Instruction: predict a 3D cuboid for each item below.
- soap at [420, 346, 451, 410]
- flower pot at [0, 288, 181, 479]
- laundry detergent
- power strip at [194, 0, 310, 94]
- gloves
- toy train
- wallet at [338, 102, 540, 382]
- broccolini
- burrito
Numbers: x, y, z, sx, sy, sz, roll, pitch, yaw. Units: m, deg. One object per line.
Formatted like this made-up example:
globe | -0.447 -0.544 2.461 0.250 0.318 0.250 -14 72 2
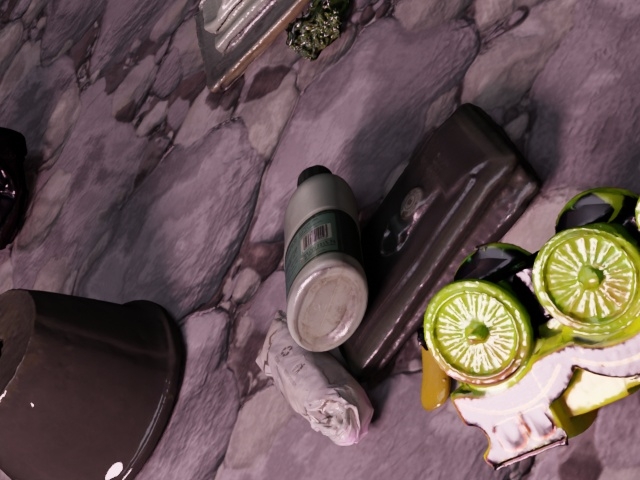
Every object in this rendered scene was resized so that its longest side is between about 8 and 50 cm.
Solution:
soap | 0.098 0.105 1.316 0.034 0.012 0.089 -30 41 37
flower pot | -0.291 0.153 1.660 0.269 0.166 0.269 -36 36 32
laundry detergent | 0.000 0.000 1.435 0.225 0.070 0.099 -97 16 -57
power strip | -0.089 -0.304 1.870 0.213 0.064 0.198 -45 32 20
gloves | -0.461 -0.053 2.113 0.164 0.124 0.203 156 117 -72
toy train | 0.209 0.045 1.096 0.296 0.160 0.100 -30 2 32
wallet | 0.086 -0.002 1.397 0.245 0.052 0.168 -52 29 13
broccolini | 0.039 -0.314 1.720 0.071 0.057 0.254 30 91 15
burrito | -0.010 0.125 1.403 0.064 0.064 0.203 -55 30 4
